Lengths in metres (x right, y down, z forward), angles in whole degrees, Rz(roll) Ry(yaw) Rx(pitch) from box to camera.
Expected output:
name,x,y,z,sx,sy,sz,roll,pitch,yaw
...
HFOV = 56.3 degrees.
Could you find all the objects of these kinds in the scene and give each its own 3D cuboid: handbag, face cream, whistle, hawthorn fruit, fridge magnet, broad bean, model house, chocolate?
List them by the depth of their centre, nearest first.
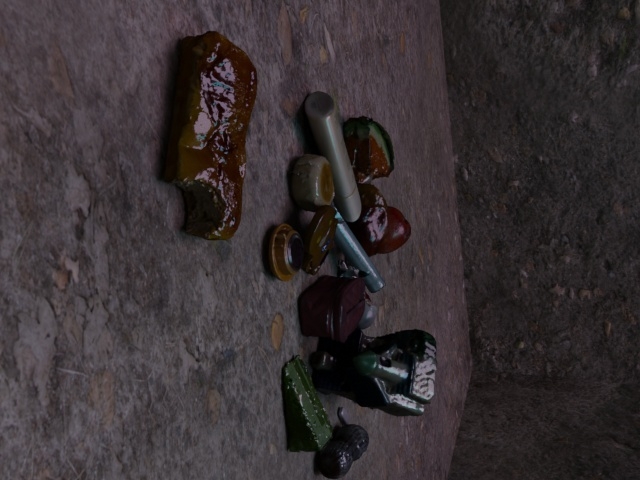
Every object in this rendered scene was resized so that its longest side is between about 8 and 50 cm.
name,x,y,z,sx,sy,sz,roll,pitch,yaw
fridge magnet,-0.083,0.029,1.462,0.143,0.063,0.143,-3,90,-67
handbag,0.042,0.185,1.666,0.225,0.135,0.146,-35,126,-63
face cream,0.039,-0.232,1.683,0.173,0.081,0.349,-104,176,-52
model house,0.132,0.352,1.689,0.284,0.298,0.243,20,66,-27
whistle,0.095,0.030,1.774,0.312,0.062,0.062,55,39,-28
chocolate,0.070,0.622,1.782,0.248,0.110,0.110,-12,101,-66
broad bean,0.132,-0.061,1.841,0.122,0.156,0.229,-29,123,-68
hawthorn fruit,0.219,-0.036,2.023,0.173,0.172,0.173,1,90,-66

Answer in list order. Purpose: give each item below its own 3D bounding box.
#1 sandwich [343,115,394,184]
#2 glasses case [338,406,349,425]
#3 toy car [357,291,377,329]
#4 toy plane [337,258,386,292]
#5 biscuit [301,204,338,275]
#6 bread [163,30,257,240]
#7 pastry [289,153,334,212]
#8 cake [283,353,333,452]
name,x,y,z,sx,sy,sz,roll,pitch,yaw
sandwich,0.152,-0.277,1.952,0.292,0.109,0.212,4,93,-64
glasses case,0.075,0.556,1.888,0.083,0.021,0.032,67,30,-43
toy car,0.111,0.221,1.802,0.139,0.112,0.112,-48,137,-10
toy plane,0.123,0.124,1.915,0.234,0.082,0.160,25,58,-51
biscuit,0.000,0.000,1.579,0.180,0.039,0.236,-58,162,-25
bread,-0.206,-0.190,1.124,0.185,0.109,0.380,20,74,-66
pastry,-0.019,-0.151,1.579,0.166,0.088,0.166,3,90,-69
cake,-0.062,0.428,1.561,0.100,0.099,0.235,-25,92,-63
